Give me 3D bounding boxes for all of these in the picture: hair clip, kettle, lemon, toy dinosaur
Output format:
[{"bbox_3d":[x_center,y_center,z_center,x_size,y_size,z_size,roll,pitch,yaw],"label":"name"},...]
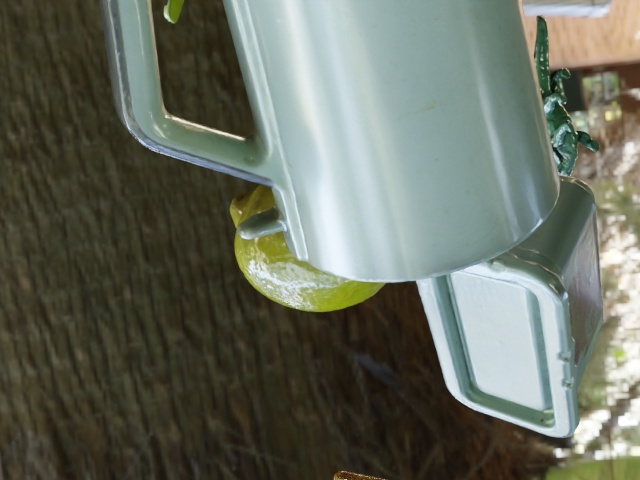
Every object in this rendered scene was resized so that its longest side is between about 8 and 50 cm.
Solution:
[{"bbox_3d":[-0.263,-0.484,1.854,0.033,0.188,0.060,-7,161,20],"label":"hair clip"},{"bbox_3d":[0.001,-0.170,0.856,0.361,0.377,0.250,-17,-150,-3],"label":"kettle"},{"bbox_3d":[0.000,0.000,1.286,0.248,0.184,0.184,16,-169,16],"label":"lemon"},{"bbox_3d":[0.384,-0.221,1.660,0.079,0.292,0.120,-11,-166,-38],"label":"toy dinosaur"}]

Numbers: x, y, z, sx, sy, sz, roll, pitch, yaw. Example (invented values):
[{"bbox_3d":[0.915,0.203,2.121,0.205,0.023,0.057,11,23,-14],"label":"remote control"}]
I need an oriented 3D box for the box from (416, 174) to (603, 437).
[{"bbox_3d":[0.245,0.065,1.218,0.175,0.312,0.182,15,-125,30],"label":"box"}]

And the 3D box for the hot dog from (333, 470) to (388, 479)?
[{"bbox_3d":[0.069,0.396,1.616,0.133,0.041,0.056,19,-170,-28],"label":"hot dog"}]
